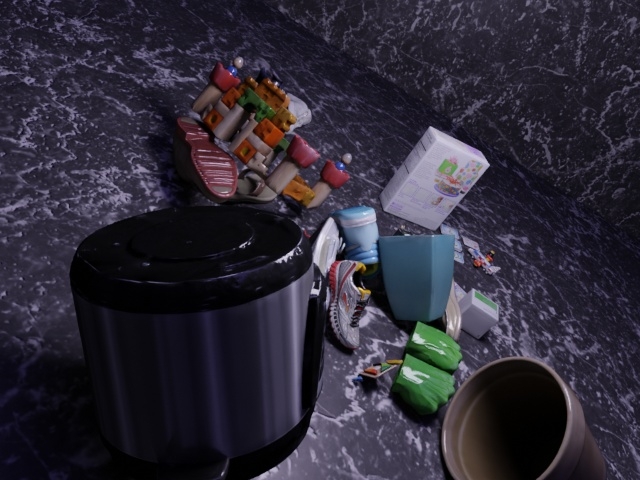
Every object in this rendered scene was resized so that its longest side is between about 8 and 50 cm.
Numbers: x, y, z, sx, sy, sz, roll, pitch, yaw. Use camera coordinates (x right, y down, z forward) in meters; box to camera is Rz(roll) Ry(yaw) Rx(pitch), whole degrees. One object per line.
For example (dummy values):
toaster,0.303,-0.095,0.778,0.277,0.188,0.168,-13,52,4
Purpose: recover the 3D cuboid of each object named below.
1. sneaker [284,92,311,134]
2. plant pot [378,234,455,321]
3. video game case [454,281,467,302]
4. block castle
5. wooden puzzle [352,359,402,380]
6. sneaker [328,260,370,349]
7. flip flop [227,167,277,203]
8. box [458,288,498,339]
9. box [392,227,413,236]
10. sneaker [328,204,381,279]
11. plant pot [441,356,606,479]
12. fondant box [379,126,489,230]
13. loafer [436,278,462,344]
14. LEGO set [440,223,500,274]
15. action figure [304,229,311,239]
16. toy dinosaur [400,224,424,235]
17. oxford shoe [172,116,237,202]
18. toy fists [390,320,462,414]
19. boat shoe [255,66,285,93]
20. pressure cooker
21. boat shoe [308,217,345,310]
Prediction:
sneaker,-0.087,-0.471,2.131,0.123,0.106,0.290,22,33,-15
plant pot,0.273,0.102,1.576,0.166,0.165,0.234,-2,90,-57
video game case,0.462,0.190,1.854,0.122,0.011,0.087,47,34,19
block castle,-0.137,-0.316,1.645,0.453,0.213,0.303,46,10,25
wooden puzzle,0.135,0.306,1.343,0.116,0.078,0.014,-21,97,-42
sneaker,0.076,0.157,1.405,0.088,0.093,0.225,17,67,-59
flip flop,-0.206,-0.171,1.647,0.112,0.080,0.277,49,28,21
box,0.475,0.225,1.735,0.101,0.102,0.087,34,34,-4
box,0.278,0.011,1.873,0.052,0.062,0.083,14,37,-32
sneaker,0.107,0.005,1.693,0.127,0.208,0.319,-13,6,-1
plant pot,0.485,0.470,1.277,0.280,0.323,0.323,39,28,-25
fondant box,0.401,-0.212,2.026,0.238,0.330,0.096,20,35,-23
loafer,0.359,0.200,1.675,0.092,0.102,0.268,-2,42,3
LEGO set,0.572,0.031,2.122,0.244,0.060,0.182,24,37,-18
action figure,0.000,0.000,1.659,0.115,0.038,0.030,23,51,-18
toy dinosaur,0.329,0.019,1.937,0.093,0.053,0.183,-1,37,-22
oxford shoe,-0.319,-0.195,1.531,0.123,0.130,0.348,5,38,-33
toy fists,0.274,0.326,1.432,0.142,0.096,0.279,25,32,9
boat shoe,-0.184,-0.478,2.002,0.127,0.158,0.340,10,40,-34
pressure cooker,-0.187,0.181,0.921,0.375,0.420,0.370,15,25,37
boat shoe,0.001,0.061,1.516,0.103,0.118,0.320,35,36,-14
